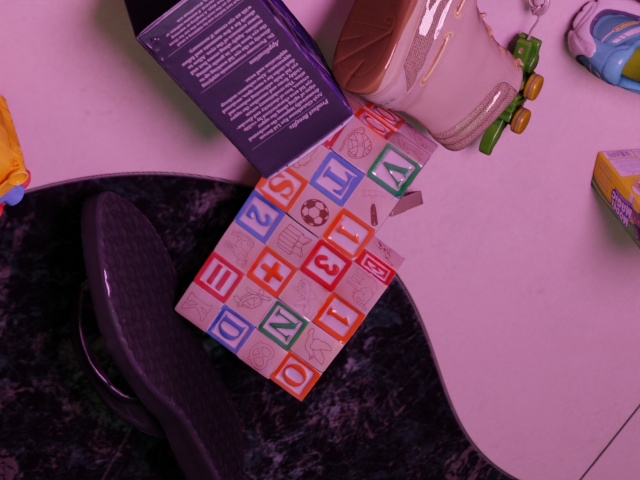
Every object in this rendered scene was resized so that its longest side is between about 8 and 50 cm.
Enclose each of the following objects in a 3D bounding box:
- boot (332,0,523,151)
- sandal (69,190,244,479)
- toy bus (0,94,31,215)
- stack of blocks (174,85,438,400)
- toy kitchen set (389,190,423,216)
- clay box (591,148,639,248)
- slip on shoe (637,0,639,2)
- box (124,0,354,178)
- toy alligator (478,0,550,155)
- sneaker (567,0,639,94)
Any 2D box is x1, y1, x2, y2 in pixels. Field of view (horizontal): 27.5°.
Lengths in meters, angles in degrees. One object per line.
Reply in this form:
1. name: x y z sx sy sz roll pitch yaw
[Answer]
1. boot: 0.138 -0.231 1.283 0.203 0.095 0.261 25 89 -48
2. sandal: -0.195 0.141 1.433 0.107 0.167 0.445 -9 130 12
3. toy bus: -0.383 -0.064 1.236 0.220 0.149 0.211 -34 145 12
4. stack of blocks: 0.000 0.000 1.374 0.171 0.087 0.297 35 113 2
5. toy kitchen set: 0.059 -0.070 1.434 0.068 0.075 0.083 -6 99 33
6. clay box: 0.405 -0.025 1.448 0.128 0.222 0.053 -4 127 -14
7. slip on shoe: 0.323 -0.301 1.328 0.041 0.051 0.135 -33 124 -6
8. box: -0.081 -0.185 1.218 0.108 0.153 0.207 -36 129 10
9. toy alligator: 0.212 -0.179 1.386 0.051 0.056 0.189 -30 142 -58
10. sneaker: 0.392 -0.177 1.401 0.275 0.110 0.107 7 124 -23
